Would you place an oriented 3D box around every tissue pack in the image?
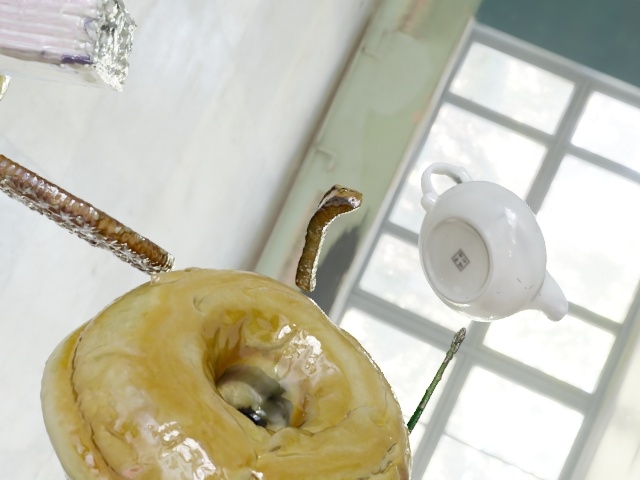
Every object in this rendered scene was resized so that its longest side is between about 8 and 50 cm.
[{"bbox_3d":[-0.414,-0.275,1.240,0.242,0.344,0.125,-163,-96,-86],"label":"tissue pack"}]

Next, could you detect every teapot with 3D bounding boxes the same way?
[{"bbox_3d":[0.240,-0.002,1.496,0.166,0.299,0.208,-9,151,-27],"label":"teapot"}]

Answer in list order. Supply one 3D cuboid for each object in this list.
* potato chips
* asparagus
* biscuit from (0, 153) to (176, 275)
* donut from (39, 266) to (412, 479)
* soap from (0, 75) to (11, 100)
[{"bbox_3d":[0.000,0.000,0.914,0.026,0.037,0.204,-53,175,-28],"label":"potato chips"},{"bbox_3d":[0.140,0.180,1.238,0.166,0.013,0.016,-61,-174,-3],"label":"asparagus"},{"bbox_3d":[-0.312,-0.033,1.221,0.038,0.305,0.305,-61,172,-8],"label":"biscuit"},{"bbox_3d":[-0.089,0.204,1.102,0.198,0.449,0.449,-55,179,29],"label":"donut"},{"bbox_3d":[-0.596,-0.409,1.580,0.306,0.115,0.427,-61,145,-72],"label":"soap"}]
